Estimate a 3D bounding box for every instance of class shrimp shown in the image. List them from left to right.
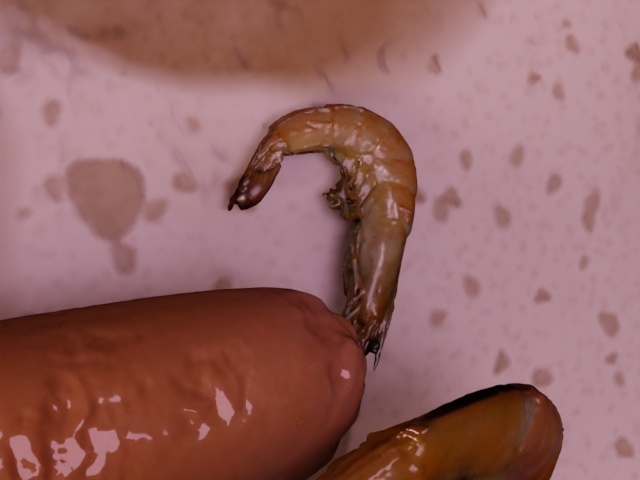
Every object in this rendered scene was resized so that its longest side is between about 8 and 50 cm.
[{"bbox_3d":[-0.006,0.129,0.532,0.249,0.068,0.150,-30,147,-21],"label":"shrimp"},{"bbox_3d":[0.000,0.000,0.577,0.083,0.023,0.114,9,83,-27],"label":"shrimp"}]

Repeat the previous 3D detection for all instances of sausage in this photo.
[{"bbox_3d":[-0.115,0.071,0.478,0.289,0.086,0.086,-10,98,-30],"label":"sausage"}]
